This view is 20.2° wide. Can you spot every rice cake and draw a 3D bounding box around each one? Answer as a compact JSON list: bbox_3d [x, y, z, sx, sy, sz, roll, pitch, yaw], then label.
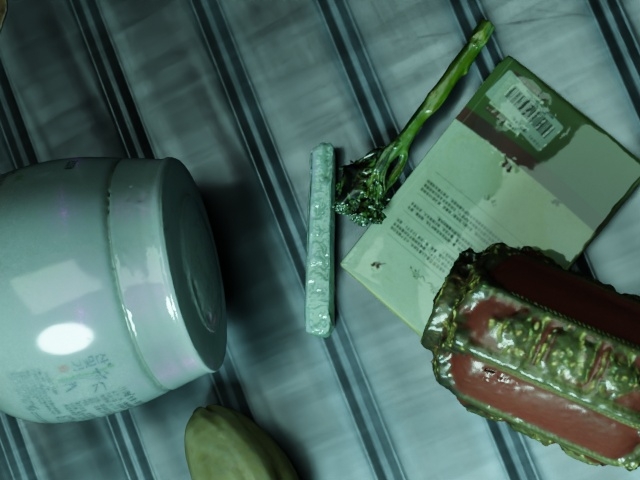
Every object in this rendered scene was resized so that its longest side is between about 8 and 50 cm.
[{"bbox_3d":[0.000,0.000,1.913,0.033,0.033,0.208,0,86,8],"label":"rice cake"}]

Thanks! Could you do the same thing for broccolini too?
[{"bbox_3d":[0.104,-0.122,1.887,0.071,0.057,0.254,40,90,-2],"label":"broccolini"}]

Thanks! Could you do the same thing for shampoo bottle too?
[{"bbox_3d":[-0.241,0.047,1.863,0.266,0.273,0.273,-14,82,8],"label":"shampoo bottle"}]

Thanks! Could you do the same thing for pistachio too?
[{"bbox_3d":[-0.084,0.256,1.892,0.108,0.126,0.185,-17,74,-27],"label":"pistachio"}]

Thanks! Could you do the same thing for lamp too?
[{"bbox_3d":[0.235,0.113,1.742,0.274,0.177,0.177,25,95,4],"label":"lamp"}]

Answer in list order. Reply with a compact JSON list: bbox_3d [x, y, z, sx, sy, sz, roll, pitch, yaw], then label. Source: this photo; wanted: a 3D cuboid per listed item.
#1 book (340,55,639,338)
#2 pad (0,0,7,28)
[{"bbox_3d":[0.177,-0.023,1.859,0.201,0.026,0.289,42,99,16],"label":"book"},{"bbox_3d":[-0.407,-0.172,2.043,0.323,0.055,0.250,22,93,36],"label":"pad"}]
